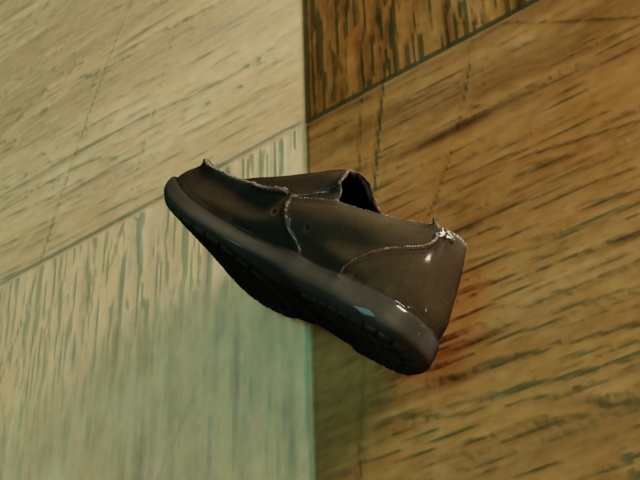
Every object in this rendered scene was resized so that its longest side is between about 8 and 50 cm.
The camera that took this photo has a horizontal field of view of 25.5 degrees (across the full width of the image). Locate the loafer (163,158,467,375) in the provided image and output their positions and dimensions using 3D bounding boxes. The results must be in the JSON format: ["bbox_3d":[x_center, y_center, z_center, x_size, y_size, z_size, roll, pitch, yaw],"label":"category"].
[{"bbox_3d":[0.000,0.000,0.755,0.220,0.080,0.078,28,73,44],"label":"loafer"}]
